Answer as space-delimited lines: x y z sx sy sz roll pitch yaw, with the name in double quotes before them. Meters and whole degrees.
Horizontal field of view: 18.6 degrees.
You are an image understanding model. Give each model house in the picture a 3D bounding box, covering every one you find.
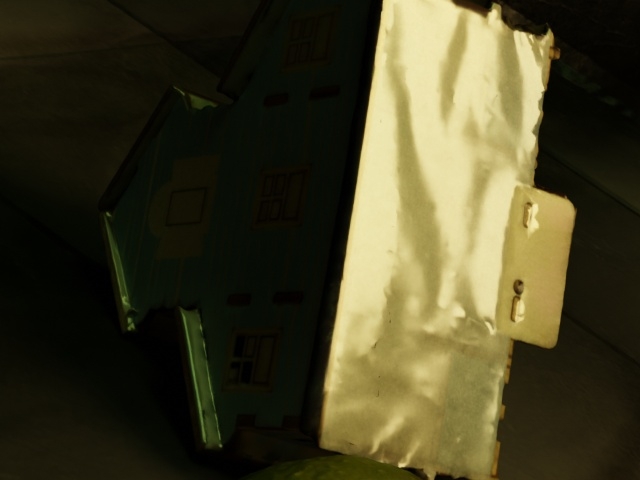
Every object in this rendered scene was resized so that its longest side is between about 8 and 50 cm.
"model house" 0.000 0.000 1.012 0.178 0.271 0.206 15 -13 -40

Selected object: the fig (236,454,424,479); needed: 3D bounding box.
"fig" -0.010 0.146 0.675 0.123 0.123 0.156 33 28 5
